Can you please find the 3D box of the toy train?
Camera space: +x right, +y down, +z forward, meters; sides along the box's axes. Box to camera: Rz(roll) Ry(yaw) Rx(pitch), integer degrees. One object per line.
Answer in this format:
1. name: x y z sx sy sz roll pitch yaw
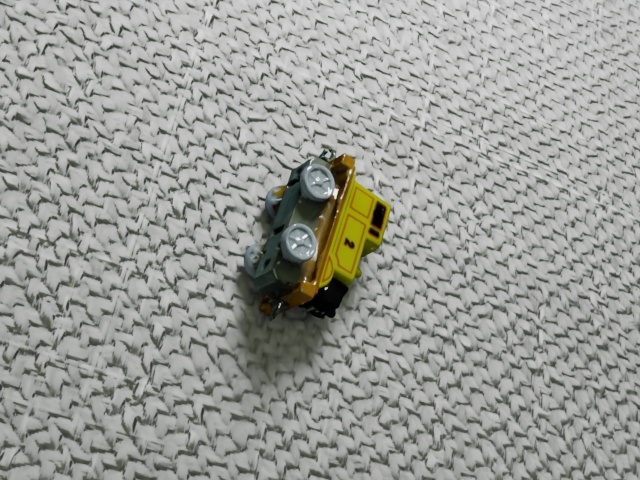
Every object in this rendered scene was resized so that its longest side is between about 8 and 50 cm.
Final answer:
1. toy train: 0.000 0.000 0.951 0.127 0.089 0.219 31 58 -23
